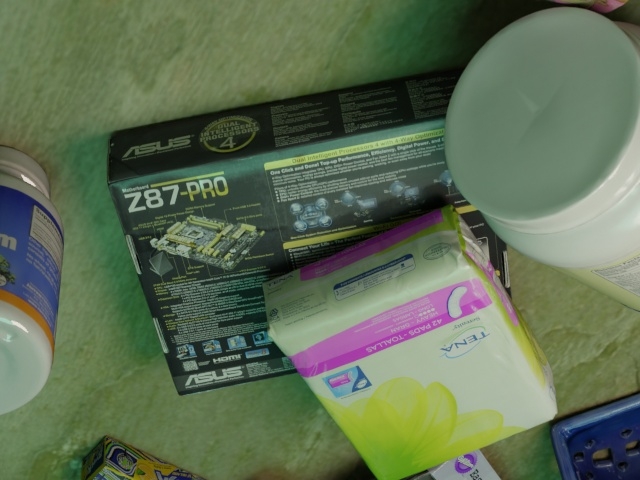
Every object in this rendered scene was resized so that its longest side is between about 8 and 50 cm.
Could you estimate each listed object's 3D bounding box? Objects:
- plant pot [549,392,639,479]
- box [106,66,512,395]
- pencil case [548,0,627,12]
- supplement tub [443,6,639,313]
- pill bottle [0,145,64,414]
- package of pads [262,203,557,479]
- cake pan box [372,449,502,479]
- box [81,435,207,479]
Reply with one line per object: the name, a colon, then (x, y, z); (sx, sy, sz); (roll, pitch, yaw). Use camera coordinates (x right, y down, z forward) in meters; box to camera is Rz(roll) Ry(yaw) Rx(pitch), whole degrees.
plant pot: (0.445, 0.341, 1.672); (0.236, 0.236, 0.212); (-20, 135, 9)
box: (0.000, 0.000, 1.423); (0.395, 0.097, 0.318); (-11, 131, 2)
pencil case: (0.101, -0.307, 1.137); (0.386, 0.167, 0.160); (9, 106, -13)
supplement tub: (0.289, -0.068, 1.259); (0.235, 0.235, 0.325); (-40, 143, 23)
pill bottle: (-0.330, 0.028, 1.292); (0.152, 0.272, 0.152); (-4, 130, -4)
package of pads: (0.106, 0.116, 1.410); (0.229, 0.101, 0.296); (-23, 131, 12)
cake pan box: (0.141, 0.386, 1.720); (0.246, 0.070, 0.267); (-39, 125, -7)
box: (-0.218, 0.314, 1.680); (0.169, 0.054, 0.059); (29, 121, -27)
